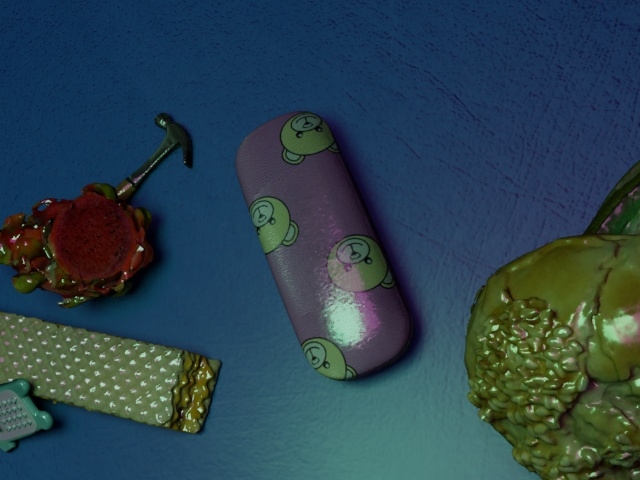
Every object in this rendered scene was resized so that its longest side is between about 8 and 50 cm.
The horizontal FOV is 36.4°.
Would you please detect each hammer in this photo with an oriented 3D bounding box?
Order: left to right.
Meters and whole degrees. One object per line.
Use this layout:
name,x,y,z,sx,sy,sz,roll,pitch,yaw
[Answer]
hammer,-0.234,-0.062,1.189,0.201,0.021,0.078,-47,67,0

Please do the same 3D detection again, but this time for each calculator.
calculator,-0.372,0.203,1.124,0.141,0.019,0.094,-21,107,30

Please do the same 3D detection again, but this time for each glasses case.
glasses case,0.000,0.000,1.069,0.123,0.076,0.316,-25,68,10

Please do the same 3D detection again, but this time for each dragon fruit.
dragon fruit,-0.299,0.009,1.121,0.208,0.150,0.133,-5,65,9

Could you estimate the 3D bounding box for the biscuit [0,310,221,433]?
biscuit,-0.305,0.143,1.132,0.379,0.054,0.094,10,78,19

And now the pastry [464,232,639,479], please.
pastry,0.282,0.117,0.866,0.311,0.162,0.255,-14,112,15

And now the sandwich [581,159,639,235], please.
sandwich,0.351,-0.003,0.953,0.160,0.109,0.184,41,91,12
